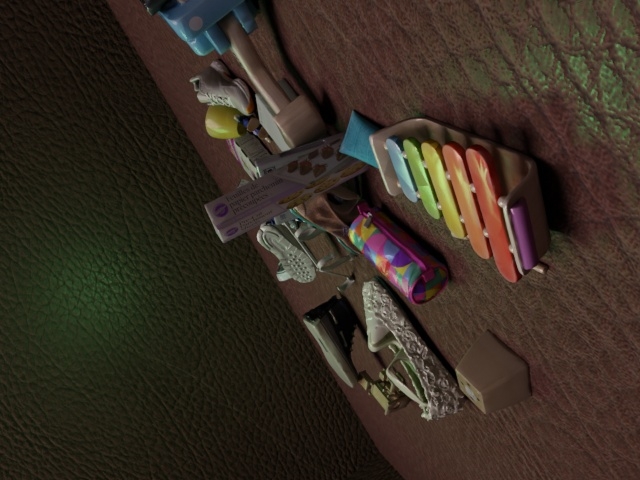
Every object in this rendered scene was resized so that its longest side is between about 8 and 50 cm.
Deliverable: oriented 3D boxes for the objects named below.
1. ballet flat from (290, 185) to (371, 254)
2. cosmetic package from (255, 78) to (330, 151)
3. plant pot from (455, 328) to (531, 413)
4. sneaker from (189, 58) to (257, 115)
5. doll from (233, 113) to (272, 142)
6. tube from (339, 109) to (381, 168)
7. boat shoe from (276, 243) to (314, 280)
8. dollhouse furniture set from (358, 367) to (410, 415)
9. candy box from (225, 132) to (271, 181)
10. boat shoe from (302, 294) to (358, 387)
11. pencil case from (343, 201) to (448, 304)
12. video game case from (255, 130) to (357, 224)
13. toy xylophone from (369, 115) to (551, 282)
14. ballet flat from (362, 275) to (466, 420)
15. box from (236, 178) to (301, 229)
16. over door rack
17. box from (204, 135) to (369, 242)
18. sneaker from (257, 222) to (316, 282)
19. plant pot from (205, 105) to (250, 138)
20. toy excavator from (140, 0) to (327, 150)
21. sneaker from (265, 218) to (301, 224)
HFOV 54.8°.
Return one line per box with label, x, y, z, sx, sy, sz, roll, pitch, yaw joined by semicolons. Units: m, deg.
ballet flat;0.051;-0.052;1.324;0.316;0.106;0.108;28;-151;-55
cosmetic package;-0.049;-0.234;1.379;0.231;0.085;0.117;52;167;19
plant pot;0.313;0.253;1.144;0.109;0.096;0.109;45;162;46
sneaker;-0.278;-0.410;1.748;0.262;0.121;0.099;46;163;40
doll;-0.188;-0.322;1.760;0.129;0.046;0.189;32;-176;-21
tube;0.093;-0.160;1.058;0.052;0.080;0.207;12;-162;-35
boat shoe;-0.104;0.075;2.377;0.119;0.121;0.335;65;158;2
dollhouse furniture set;0.231;0.480;2.165;0.182;0.101;0.161;46;139;44
candy box;-0.226;-0.279;1.997;0.233;0.071;0.159;52;168;26
boat shoe;0.084;0.354;2.191;0.127;0.158;0.341;19;142;60
pencil case;0.148;0.024;1.225;0.236;0.104;0.104;46;164;40
video game case;-0.023;-0.125;1.293;0.212;0.193;0.023;76;175;-57
toy xylophone;0.200;-0.053;0.846;0.236;0.081;0.322;63;167;-26
ballet flat;0.203;0.274;1.562;0.409;0.146;0.147;53;168;21
box;-0.163;-0.115;2.001;0.190;0.045;0.184;15;152;12
over door rack;0.000;0.000;1.780;0.240;0.108;0.324;53;-178;20
box;-0.057;-0.102;1.163;0.063;0.323;0.067;59;168;21
sneaker;-0.088;0.024;1.827;0.235;0.090;0.095;51;-160;-20
plant pot;-0.267;-0.362;1.864;0.095;0.134;0.134;24;154;24
toy excavator;-0.182;-0.422;1.223;0.433;0.222;0.445;50;179;39
sneaker;-0.068;-0.087;1.568;0.315;0.182;0.127;48;173;42
